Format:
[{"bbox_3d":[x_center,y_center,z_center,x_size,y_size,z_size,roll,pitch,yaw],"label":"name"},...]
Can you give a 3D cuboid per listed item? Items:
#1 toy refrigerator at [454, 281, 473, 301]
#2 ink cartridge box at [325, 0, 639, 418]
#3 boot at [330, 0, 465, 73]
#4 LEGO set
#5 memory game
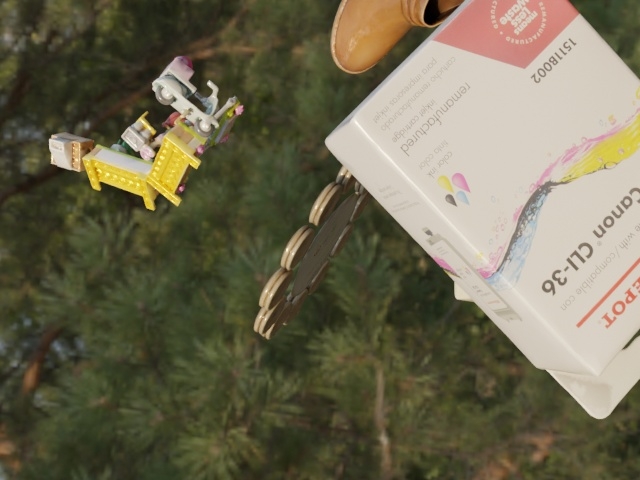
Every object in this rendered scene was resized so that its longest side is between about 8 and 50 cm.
[{"bbox_3d":[0.219,-0.066,1.131,0.094,0.102,0.269,-10,75,50],"label":"toy refrigerator"},{"bbox_3d":[0.113,-0.018,0.470,0.115,0.198,0.067,-46,6,-11],"label":"ink cartridge box"},{"bbox_3d":[0.083,-0.218,0.922,0.197,0.073,0.152,-53,24,20],"label":"boot"},{"bbox_3d":[-0.181,-0.116,1.115,0.132,0.287,0.107,52,-127,-18],"label":"LEGO set"},{"bbox_3d":[0.000,0.000,0.808,0.186,0.012,0.186,-56,-11,-16],"label":"memory game"}]
